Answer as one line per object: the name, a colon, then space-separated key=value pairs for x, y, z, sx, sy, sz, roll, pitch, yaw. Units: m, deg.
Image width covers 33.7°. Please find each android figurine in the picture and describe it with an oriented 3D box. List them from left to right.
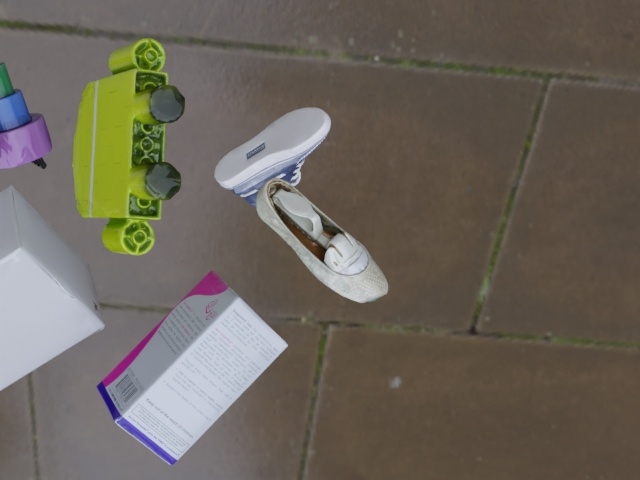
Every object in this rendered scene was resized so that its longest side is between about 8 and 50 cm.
android figurine: x=-0.230 y=-0.107 z=1.237 sx=0.056 sy=0.273 sz=0.248 roll=3 pitch=88 yaw=-29

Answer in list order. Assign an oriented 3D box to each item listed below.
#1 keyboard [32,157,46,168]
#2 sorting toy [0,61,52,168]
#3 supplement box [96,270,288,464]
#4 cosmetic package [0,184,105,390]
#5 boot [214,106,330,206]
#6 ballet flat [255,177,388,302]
keyboard: x=-0.461 y=-0.179 z=1.502 sx=0.038 sy=0.100 sz=0.192 roll=-39 pitch=138 yaw=-20
sorting toy: x=-0.357 y=-0.072 z=0.858 sx=0.127 sy=0.365 sz=0.126 roll=-2 pitch=114 yaw=27
supplement box: x=-0.169 y=0.164 z=1.392 sx=0.220 sy=0.111 sz=0.114 roll=-46 pitch=120 yaw=-4
cosmetic package: x=-0.507 y=0.116 z=1.448 sx=0.365 sy=0.155 sz=0.197 roll=-31 pitch=132 yaw=2
boot: x=-0.049 y=-0.113 z=1.458 sx=0.190 sy=0.069 sz=0.086 roll=-24 pitch=141 yaw=27
ballet flat: x=0.000 y=0.000 z=1.062 sx=0.168 sy=0.057 sz=0.052 roll=38 pitch=154 yaw=9
